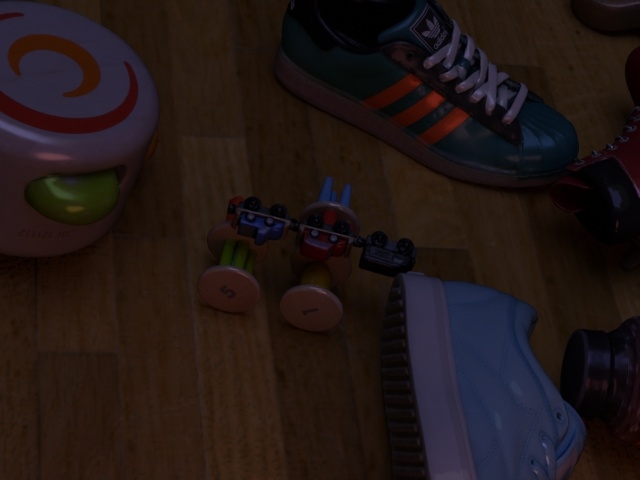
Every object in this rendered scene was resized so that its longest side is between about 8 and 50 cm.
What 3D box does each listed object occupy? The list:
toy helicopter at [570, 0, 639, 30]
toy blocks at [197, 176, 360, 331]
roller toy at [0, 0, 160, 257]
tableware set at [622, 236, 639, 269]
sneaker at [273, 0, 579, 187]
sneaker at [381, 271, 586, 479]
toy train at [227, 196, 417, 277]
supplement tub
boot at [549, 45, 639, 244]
[{"bbox_3d":[0.425,-0.208,1.663,0.355,0.140,0.235,14,54,13],"label":"toy helicopter"},{"bbox_3d":[-0.031,-0.003,1.377,0.123,0.054,0.148,14,46,-2],"label":"toy blocks"},{"bbox_3d":[-0.238,-0.088,1.340,0.191,0.146,0.209,26,40,-2],"label":"roller toy"},{"bbox_3d":[0.332,-0.038,1.517,0.128,0.039,0.194,11,39,12],"label":"tableware set"},{"bbox_3d":[0.102,-0.150,1.502,0.302,0.121,0.108,23,47,7],"label":"sneaker"},{"bbox_3d":[0.133,0.165,1.208,0.150,0.135,0.366,4,48,-7],"label":"sneaker"},{"bbox_3d":[0.000,0.000,1.328,0.158,0.027,0.036,15,57,-2],"label":"toy train"},{"bbox_3d":[0.296,0.117,1.314,0.198,0.106,0.106,7,47,-8],"label":"supplement tub"},{"bbox_3d":[0.277,-0.093,1.486,0.176,0.088,0.244,-7,42,-8],"label":"boot"}]
